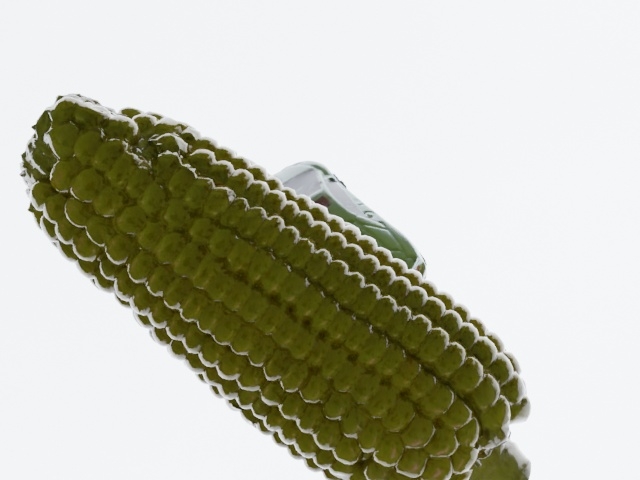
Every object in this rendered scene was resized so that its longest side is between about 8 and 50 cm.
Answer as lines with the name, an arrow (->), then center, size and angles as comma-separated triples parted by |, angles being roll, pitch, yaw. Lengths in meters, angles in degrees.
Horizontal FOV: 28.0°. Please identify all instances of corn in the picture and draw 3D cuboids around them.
corn -> -0.021, 0.038, 0.734 | 0.347, 0.130, 0.130 | 37, -94, -4

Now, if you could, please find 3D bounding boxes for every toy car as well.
toy car -> 0.000, 0.000, 0.972 | 0.095, 0.056, 0.205 | -38, -136, -6
